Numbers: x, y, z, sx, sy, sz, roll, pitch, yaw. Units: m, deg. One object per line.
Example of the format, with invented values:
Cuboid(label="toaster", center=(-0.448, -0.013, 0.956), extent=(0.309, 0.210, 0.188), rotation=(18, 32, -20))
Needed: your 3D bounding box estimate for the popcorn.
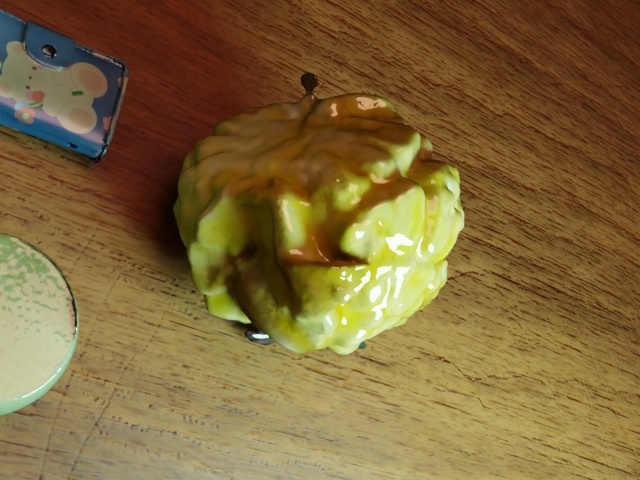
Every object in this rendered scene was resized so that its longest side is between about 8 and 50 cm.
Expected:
Cuboid(label="popcorn", center=(0.000, 0.000, 1.005), extent=(0.349, 0.349, 0.381), rotation=(-46, 141, -41))

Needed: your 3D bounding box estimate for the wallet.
Cuboid(label="wallet", center=(-0.332, -0.186, 0.952), extent=(0.202, 0.059, 0.141), rotation=(20, 63, -27))

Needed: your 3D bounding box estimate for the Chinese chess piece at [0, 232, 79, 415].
Cuboid(label="Chinese chess piece", center=(-0.340, 0.083, 0.821), extent=(0.188, 0.083, 0.188), rotation=(14, 66, -32))
